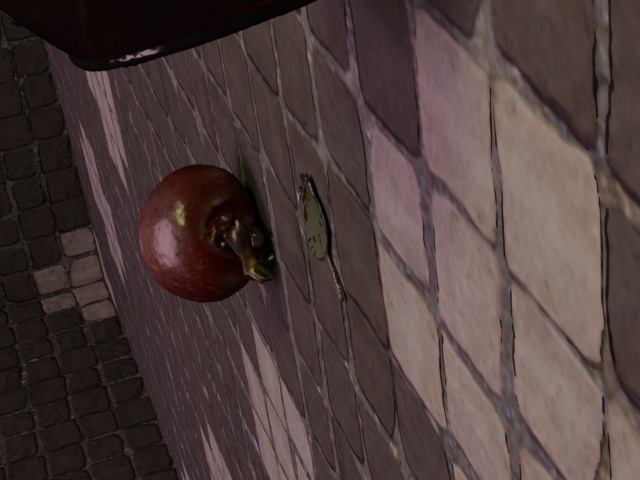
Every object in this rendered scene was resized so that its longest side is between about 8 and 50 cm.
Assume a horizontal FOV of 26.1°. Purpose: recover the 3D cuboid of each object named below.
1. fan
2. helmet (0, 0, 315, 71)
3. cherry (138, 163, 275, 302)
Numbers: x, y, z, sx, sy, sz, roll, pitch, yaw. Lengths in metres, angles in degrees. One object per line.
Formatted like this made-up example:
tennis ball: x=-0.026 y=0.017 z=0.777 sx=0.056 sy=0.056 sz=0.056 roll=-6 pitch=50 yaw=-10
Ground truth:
fan: x=0.000 y=0.000 z=0.853 sx=0.056 sy=0.004 sz=0.083 roll=107 pitch=145 yaw=-68
helmet: x=-0.070 y=-0.174 z=0.544 sx=0.189 sy=0.193 sz=0.216 roll=-112 pitch=44 yaw=-65
cherry: x=-0.078 y=-0.009 z=1.021 sx=0.225 sy=0.090 sz=0.107 roll=166 pitch=103 yaw=-68
